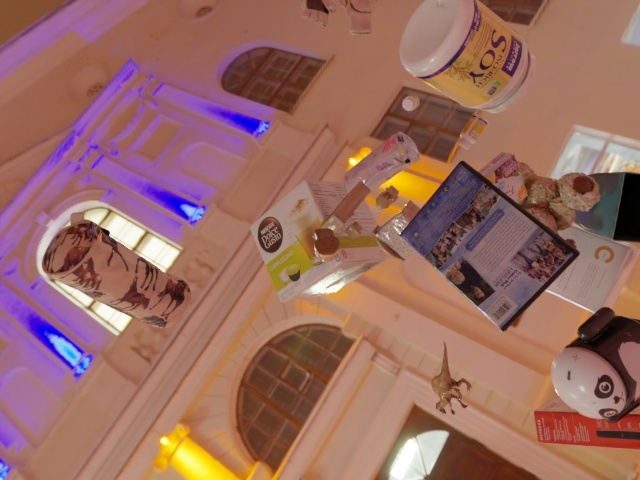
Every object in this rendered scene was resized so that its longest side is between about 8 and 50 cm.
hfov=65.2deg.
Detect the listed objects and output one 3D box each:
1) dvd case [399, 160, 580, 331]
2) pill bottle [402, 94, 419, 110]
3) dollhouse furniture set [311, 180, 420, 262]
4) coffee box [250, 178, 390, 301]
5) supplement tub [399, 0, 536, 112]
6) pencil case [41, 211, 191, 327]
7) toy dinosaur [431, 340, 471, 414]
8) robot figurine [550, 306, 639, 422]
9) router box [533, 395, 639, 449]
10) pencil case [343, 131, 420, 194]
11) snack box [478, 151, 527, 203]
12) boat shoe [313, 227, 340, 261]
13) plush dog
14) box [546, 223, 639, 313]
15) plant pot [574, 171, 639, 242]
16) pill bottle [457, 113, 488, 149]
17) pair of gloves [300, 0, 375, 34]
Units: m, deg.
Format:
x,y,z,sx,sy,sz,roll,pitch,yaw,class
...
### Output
x,y,z,sx,sy,sz,roll,pitch,yaw,class
0.283,0.006,0.873,0.180,0.253,0.022,-52,-25,18,dvd case
0.268,-0.409,1.488,0.083,0.043,0.044,-47,-29,-62,pill bottle
0.181,0.017,1.534,0.174,0.355,0.303,-50,3,-34,dollhouse furniture set
0.000,0.000,1.909,0.337,0.335,0.338,-36,-20,34,coffee box
0.412,-0.512,1.388,0.331,0.241,0.241,17,-82,-32,supplement tub
-0.526,0.096,1.354,0.410,0.159,0.184,49,-132,-51,pencil case
0.299,0.339,1.172,0.053,0.092,0.183,-10,-74,-41,toy dinosaur
0.657,0.280,1.131,0.278,0.209,0.174,-26,-27,-21,robot figurine
0.769,0.470,1.324,0.335,0.300,0.082,9,-106,-52,router box
0.201,-0.243,1.671,0.113,0.273,0.124,19,-129,-39,pencil case
0.330,-0.090,0.974,0.141,0.037,0.100,-38,-60,-11,snack box
0.014,0.022,1.200,0.170,0.062,0.059,-94,2,-70,boat shoe
0.550,-0.056,1.289,0.226,0.262,0.210,-65,-30,-9,plush dog
0.763,0.054,1.570,0.168,0.345,0.215,1,-68,-48,box
0.771,-0.094,1.305,0.234,0.165,0.166,-124,38,-78,plant pot
0.536,-0.384,1.772,0.116,0.065,0.065,-57,-27,11,pill bottle
0.058,-0.754,1.586,0.042,0.239,0.205,113,163,-67,pair of gloves
